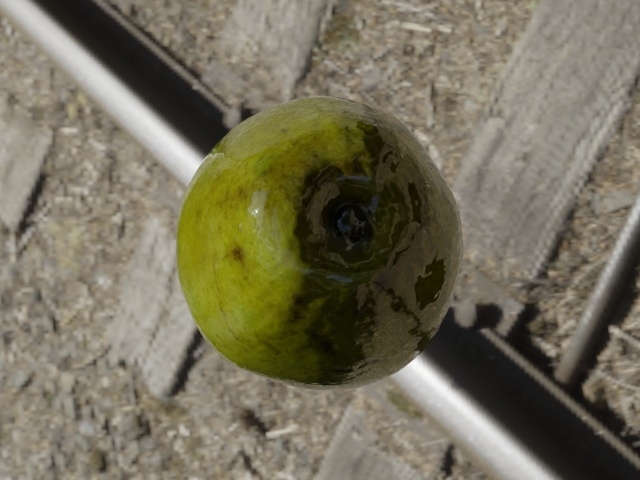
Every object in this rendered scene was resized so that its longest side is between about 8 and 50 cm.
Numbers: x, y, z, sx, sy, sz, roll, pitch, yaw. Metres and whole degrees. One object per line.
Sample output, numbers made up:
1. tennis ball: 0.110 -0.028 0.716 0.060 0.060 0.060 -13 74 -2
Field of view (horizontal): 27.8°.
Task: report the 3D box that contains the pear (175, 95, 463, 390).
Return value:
1. pear: 0.000 0.000 1.086 0.307 0.253 0.252 142 119 -75
